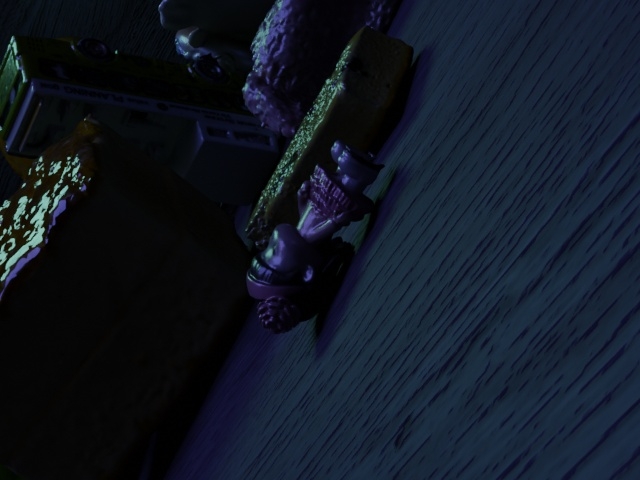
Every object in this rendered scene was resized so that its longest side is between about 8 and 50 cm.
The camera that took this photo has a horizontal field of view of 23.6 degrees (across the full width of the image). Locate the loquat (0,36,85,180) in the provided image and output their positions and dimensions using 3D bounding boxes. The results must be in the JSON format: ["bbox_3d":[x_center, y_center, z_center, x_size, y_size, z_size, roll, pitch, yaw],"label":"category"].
[{"bbox_3d":[-0.299,-0.143,1.867,0.187,0.234,0.176,-40,-28,4],"label":"loquat"}]

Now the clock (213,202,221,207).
[{"bbox_3d":[-0.218,-0.078,1.991,0.172,0.198,0.064,-36,19,-27],"label":"clock"}]

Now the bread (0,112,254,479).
[{"bbox_3d":[-0.221,0.059,1.436,0.279,0.207,0.279,-54,18,6],"label":"bread"}]

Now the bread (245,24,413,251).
[{"bbox_3d":[-0.002,-0.058,1.158,0.226,0.049,0.088,-57,12,44],"label":"bread"}]

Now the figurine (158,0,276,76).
[{"bbox_3d":[-0.124,-0.226,1.826,0.274,0.227,0.394,0,-71,-62],"label":"figurine"}]

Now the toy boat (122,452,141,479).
[{"bbox_3d":[-0.234,0.247,1.528,0.061,0.096,0.299,-52,13,18],"label":"toy boat"}]

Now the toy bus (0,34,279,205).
[{"bbox_3d":[-0.196,-0.130,1.659,0.113,0.302,0.139,-58,37,37],"label":"toy bus"}]

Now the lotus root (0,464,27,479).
[{"bbox_3d":[-0.324,0.306,1.727,0.186,0.186,0.186,-62,9,17],"label":"lotus root"}]

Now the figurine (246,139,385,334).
[{"bbox_3d":[0.000,0.000,0.998,0.129,0.054,0.072,-55,25,10],"label":"figurine"}]

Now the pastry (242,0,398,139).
[{"bbox_3d":[0.014,-0.211,1.342,0.265,0.103,0.112,-63,2,-3],"label":"pastry"}]
